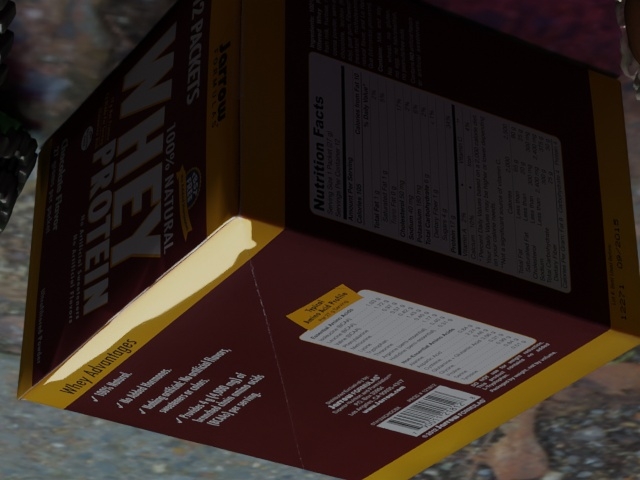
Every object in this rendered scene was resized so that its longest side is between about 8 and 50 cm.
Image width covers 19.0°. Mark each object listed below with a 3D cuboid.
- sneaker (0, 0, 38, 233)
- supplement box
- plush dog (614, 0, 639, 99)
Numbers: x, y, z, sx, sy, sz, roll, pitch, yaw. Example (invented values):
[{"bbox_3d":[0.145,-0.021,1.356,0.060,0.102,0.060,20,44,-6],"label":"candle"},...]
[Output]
[{"bbox_3d":[-0.206,-0.043,0.786,0.146,0.134,0.343,26,153,5],"label":"sneaker"},{"bbox_3d":[0.000,0.000,0.825,0.194,0.129,0.191,17,146,-28],"label":"supplement box"},{"bbox_3d":[0.269,-0.055,0.685,0.210,0.262,0.225,-22,175,-34],"label":"plush dog"}]
